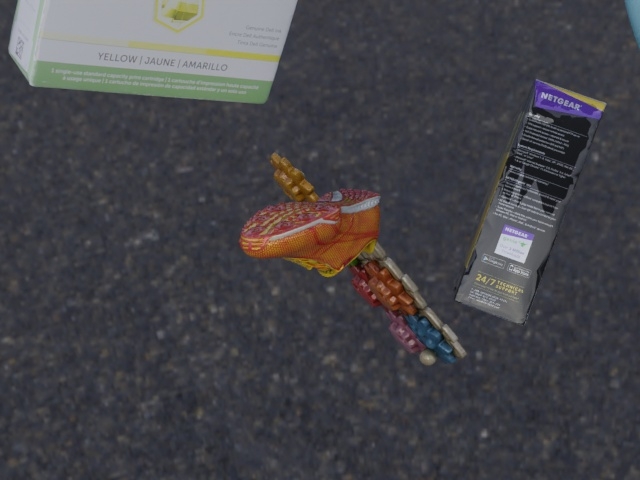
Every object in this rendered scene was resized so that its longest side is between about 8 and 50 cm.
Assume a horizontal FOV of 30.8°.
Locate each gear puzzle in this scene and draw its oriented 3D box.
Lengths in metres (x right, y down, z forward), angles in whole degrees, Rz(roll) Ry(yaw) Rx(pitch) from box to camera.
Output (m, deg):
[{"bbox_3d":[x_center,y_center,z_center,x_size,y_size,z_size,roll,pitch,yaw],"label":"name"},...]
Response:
[{"bbox_3d":[0.044,0.027,1.449,0.044,0.339,0.175,-41,9,-11],"label":"gear puzzle"}]

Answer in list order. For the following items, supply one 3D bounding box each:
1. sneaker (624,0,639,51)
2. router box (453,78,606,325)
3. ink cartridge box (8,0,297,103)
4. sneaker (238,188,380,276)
[{"bbox_3d":[0.330,-0.112,0.720,0.208,0.319,0.127,-17,57,27],"label":"sneaker"},{"bbox_3d":[0.228,-0.039,1.319,0.081,0.243,0.309,20,2,6],"label":"router box"},{"bbox_3d":[-0.084,-0.205,0.711,0.171,0.235,0.056,0,32,-34],"label":"ink cartridge box"},{"bbox_3d":[0.000,0.000,0.918,0.064,0.068,0.175,7,11,34],"label":"sneaker"}]
